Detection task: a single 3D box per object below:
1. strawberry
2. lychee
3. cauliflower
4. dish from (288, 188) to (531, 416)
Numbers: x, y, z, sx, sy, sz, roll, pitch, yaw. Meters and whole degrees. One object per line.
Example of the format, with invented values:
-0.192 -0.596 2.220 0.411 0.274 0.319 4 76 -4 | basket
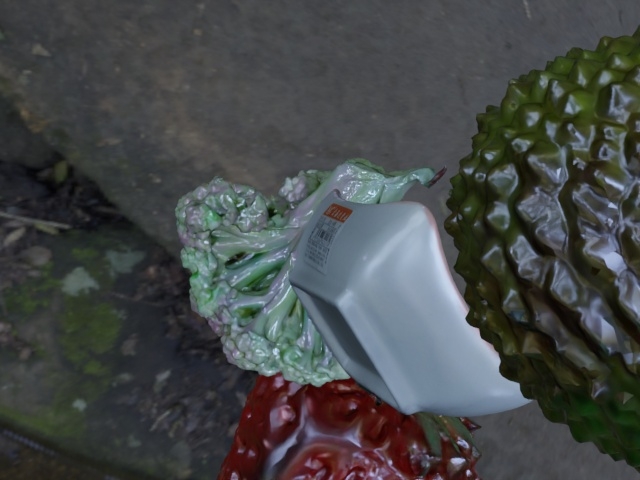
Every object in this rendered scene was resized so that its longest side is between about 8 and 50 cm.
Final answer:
0.006 0.294 1.382 0.345 0.317 0.295 -46 46 16 | strawberry
0.117 0.001 0.372 0.171 0.171 0.171 2 95 17 | lychee
0.000 0.000 1.114 0.239 0.256 0.315 47 122 7 | cauliflower
0.043 0.049 0.764 0.077 0.212 0.151 -34 102 -9 | dish
